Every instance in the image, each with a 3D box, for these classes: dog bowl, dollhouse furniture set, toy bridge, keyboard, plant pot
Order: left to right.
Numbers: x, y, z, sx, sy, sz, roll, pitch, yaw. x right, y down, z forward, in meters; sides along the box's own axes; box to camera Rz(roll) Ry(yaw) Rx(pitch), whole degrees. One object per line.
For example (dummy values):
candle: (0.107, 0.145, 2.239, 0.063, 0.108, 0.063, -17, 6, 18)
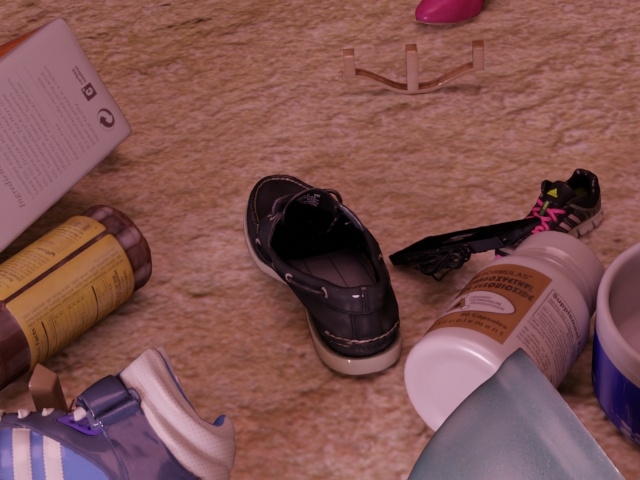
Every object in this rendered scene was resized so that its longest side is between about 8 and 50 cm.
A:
dollhouse furniture set: (-0.275, 0.155, 1.523, 0.081, 0.114, 0.091, -1, 38, 11)
toy bridge: (0.118, -0.221, 2.054, 0.188, 0.063, 0.026, -4, 35, 2)
keyboard: (0.147, 0.016, 1.696, 0.100, 0.038, 0.192, -24, 7, -34)
plant pot: (0.163, 0.257, 1.236, 0.196, 0.293, 0.293, -36, 39, 2)
dog bowl: (0.396, 0.103, 1.536, 0.265, 0.104, 0.265, 0, 37, 0)

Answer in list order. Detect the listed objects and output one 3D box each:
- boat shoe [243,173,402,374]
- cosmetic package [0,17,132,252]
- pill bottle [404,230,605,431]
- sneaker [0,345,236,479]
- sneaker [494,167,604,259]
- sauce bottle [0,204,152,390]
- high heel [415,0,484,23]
boat shoe: (-0.004, 0.001, 1.712, 0.127, 0.113, 0.340, -11, 36, -10)
cosmetic package: (-0.433, -0.046, 1.705, 0.230, 0.161, 0.453, -15, 24, 38)
pill bottle: (0.189, 0.089, 1.557, 0.131, 0.131, 0.229, 17, 39, 26)
sneaker: (-0.235, 0.180, 1.430, 0.323, 0.130, 0.236, 22, 58, 19)
sneaker: (0.253, -0.028, 1.764, 0.170, 0.074, 0.063, -31, 44, -32)
sauce bottle: (-0.323, 0.085, 1.623, 0.111, 0.111, 0.344, 24, 43, 33)
high heel: (0.218, -0.388, 2.234, 0.244, 0.117, 0.082, -29, 43, -32)
